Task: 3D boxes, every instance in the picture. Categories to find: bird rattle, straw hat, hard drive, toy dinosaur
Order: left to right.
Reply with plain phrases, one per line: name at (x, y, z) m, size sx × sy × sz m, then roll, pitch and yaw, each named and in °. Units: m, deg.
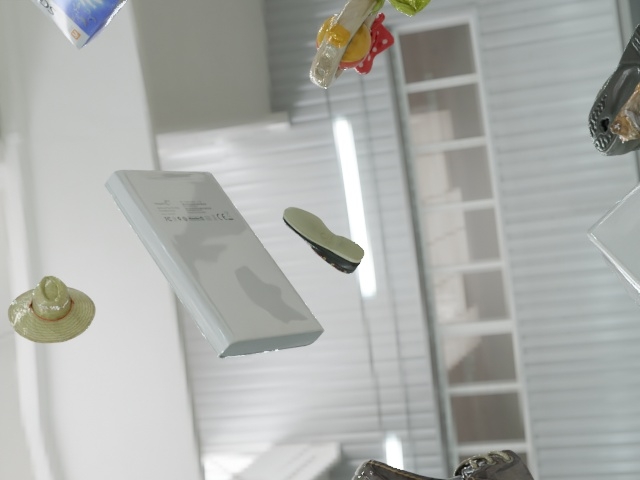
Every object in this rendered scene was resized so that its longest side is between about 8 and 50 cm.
straw hat at (-0.414, 0.090, 2.001) m, size 0.144 × 0.144 × 0.061 m, roll -67°, pitch -15°, yaw -53°
hard drive at (-0.146, 0.025, 1.807) m, size 0.203 × 0.040 × 0.307 m, roll -3°, pitch -130°, yaw -53°
bird rattle at (0.040, -0.313, 1.920) m, size 0.143 × 0.253 × 0.207 m, roll 39°, pitch -123°, yaw -3°
toy dinosaur at (0.323, -0.150, 1.191) m, size 0.211 × 0.112 × 0.064 m, roll -27°, pitch -98°, yaw -48°

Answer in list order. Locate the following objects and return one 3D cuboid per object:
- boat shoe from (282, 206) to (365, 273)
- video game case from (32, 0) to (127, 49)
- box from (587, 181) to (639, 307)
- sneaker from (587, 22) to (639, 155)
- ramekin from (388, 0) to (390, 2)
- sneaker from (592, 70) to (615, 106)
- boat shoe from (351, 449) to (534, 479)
boat shoe at (-0.001, 0.001, 1.851) m, size 0.049 × 0.133 × 0.042 m, roll -55°, pitch -3°, yaw -46°
video game case at (-0.378, -0.461, 1.977) m, size 0.244 × 0.269 × 0.061 m, roll 45°, pitch -137°, yaw -5°
box at (0.428, -0.040, 1.123) m, size 0.168 × 0.345 × 0.215 m, roll 50°, pitch -174°, yaw 27°
sneaker at (0.390, -0.179, 1.396) m, size 0.227 × 0.130 × 0.087 m, roll 112°, pitch 143°, yaw -50°
ramekin at (0.171, -0.529, 2.333) m, size 0.109 × 0.207 × 0.207 m, roll 55°, pitch -173°, yaw 27°
sneaker at (0.448, -0.188, 1.587) m, size 0.118 × 0.222 × 0.083 m, roll 24°, pitch -138°, yaw -43°
boat shoe at (0.201, 0.322, 1.576) m, size 0.355 × 0.132 × 0.130 m, roll 24°, pitch -111°, yaw -17°
